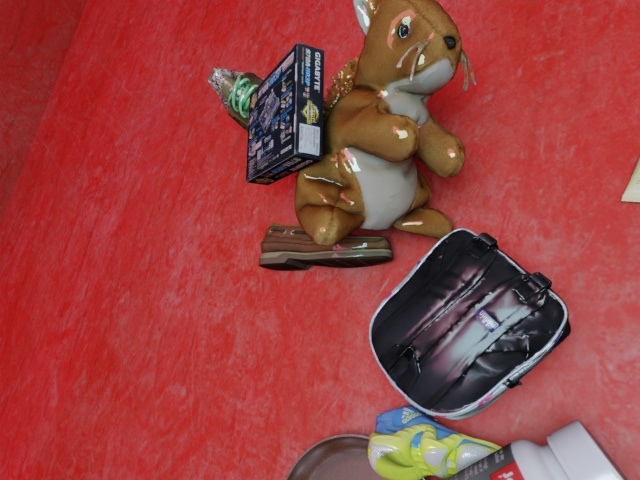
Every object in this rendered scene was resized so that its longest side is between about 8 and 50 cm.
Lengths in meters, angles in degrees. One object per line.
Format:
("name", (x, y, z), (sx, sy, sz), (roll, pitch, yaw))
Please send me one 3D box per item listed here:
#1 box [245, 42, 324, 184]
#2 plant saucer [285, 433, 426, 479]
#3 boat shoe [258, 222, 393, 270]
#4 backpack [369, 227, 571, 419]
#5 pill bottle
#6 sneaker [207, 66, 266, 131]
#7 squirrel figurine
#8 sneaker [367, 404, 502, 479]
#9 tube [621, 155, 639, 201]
("box", (-0.068, -0.201, 0.726), (0.220, 0.051, 0.175), (-10, 78, 61))
("plant saucer", (0.067, 0.490, 0.701), (0.310, 0.050, 0.311), (-10, 69, 27))
("boat shoe", (0.000, 0.000, 0.865), (0.307, 0.110, 0.105), (-3, 73, 28))
("backpack", (0.212, 0.140, 0.651), (0.253, 0.191, 0.225), (-44, 55, 1))
("pill bottle", (0.241, 0.355, 0.523), (0.283, 0.161, 0.161), (-39, 59, 14))
("sneaker", (-0.163, -0.312, 0.964), (0.158, 0.182, 0.410), (-62, 36, 11))
("squirrel figurine", (0.086, -0.228, 0.757), (0.397, 0.280, 0.371), (-130, 44, -58))
("sneaker", (0.194, 0.314, 0.666), (0.239, 0.126, 0.091), (9, 111, 1))
("tube", (0.549, -0.168, 0.650), (0.062, 0.070, 0.240), (19, 85, 2))
